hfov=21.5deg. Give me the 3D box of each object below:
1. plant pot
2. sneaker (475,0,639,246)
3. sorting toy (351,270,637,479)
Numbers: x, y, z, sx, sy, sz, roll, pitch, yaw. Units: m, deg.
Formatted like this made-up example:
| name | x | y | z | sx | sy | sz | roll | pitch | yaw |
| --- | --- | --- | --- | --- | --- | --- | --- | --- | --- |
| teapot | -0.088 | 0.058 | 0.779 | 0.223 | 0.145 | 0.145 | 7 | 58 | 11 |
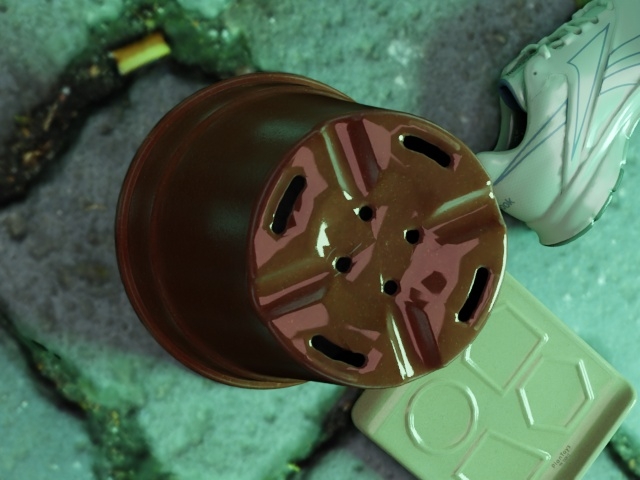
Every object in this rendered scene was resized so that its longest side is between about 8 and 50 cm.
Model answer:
| name | x | y | z | sx | sy | sz | roll | pitch | yaw |
| --- | --- | --- | --- | --- | --- | --- | --- | --- | --- |
| plant pot | 0.000 | 0.000 | 1.314 | 0.272 | 0.265 | 0.272 | -1 | 94 | -19 |
| sneaker | 0.234 | -0.146 | 1.475 | 0.129 | 0.111 | 0.297 | 30 | 83 | -13 |
| sorting toy | 0.155 | 0.146 | 1.504 | 0.208 | 0.038 | 0.193 | 40 | 80 | -13 |
